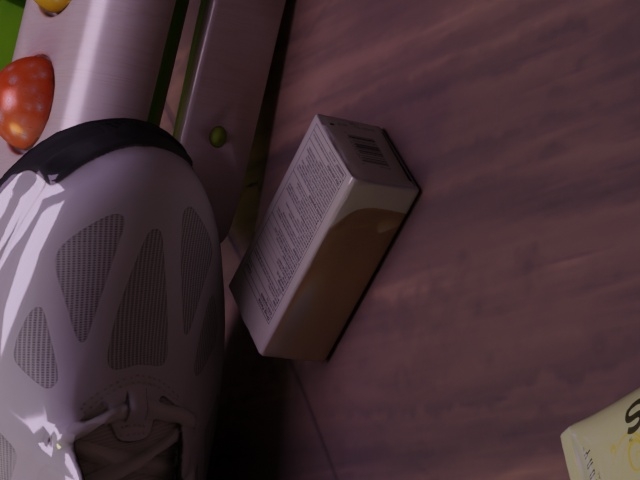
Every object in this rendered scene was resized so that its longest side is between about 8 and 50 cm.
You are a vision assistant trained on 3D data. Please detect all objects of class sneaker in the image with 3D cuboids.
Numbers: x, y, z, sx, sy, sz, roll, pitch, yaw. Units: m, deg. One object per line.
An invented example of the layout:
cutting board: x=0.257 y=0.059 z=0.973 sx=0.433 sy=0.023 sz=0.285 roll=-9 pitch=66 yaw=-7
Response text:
sneaker: x=-0.078 y=0.178 z=0.969 sx=0.257 sy=0.169 sz=0.447 roll=32 pitch=119 yaw=48

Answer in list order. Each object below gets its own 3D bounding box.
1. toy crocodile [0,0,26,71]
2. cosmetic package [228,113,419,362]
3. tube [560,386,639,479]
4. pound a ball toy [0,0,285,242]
toy crocodile: x=-0.144 y=-0.251 z=1.218 sx=0.340 sy=0.105 sz=0.115 roll=-64 pitch=11 yaw=5
cosmetic package: x=0.000 y=0.000 z=0.974 sx=0.115 sy=0.041 sz=0.060 roll=-61 pitch=35 yaw=29
tube: x=0.158 y=0.063 z=0.679 sx=0.070 sy=0.062 sz=0.240 roll=-51 pitch=3 yaw=-40
pound a ball toy: x=-0.135 y=-0.125 z=1.118 sx=0.208 sy=0.136 sz=0.319 roll=13 pitch=89 yaw=56
